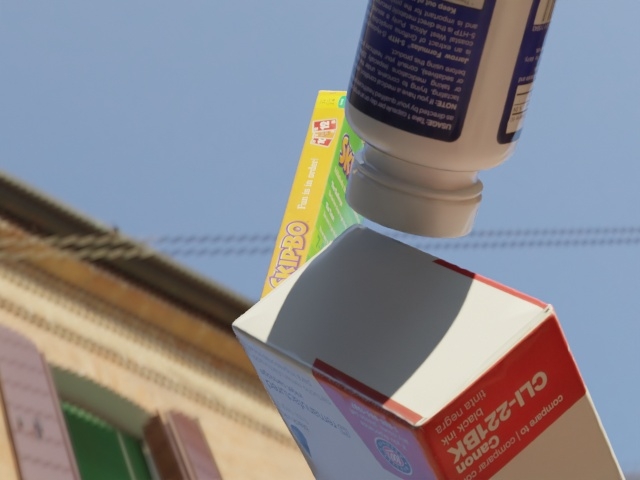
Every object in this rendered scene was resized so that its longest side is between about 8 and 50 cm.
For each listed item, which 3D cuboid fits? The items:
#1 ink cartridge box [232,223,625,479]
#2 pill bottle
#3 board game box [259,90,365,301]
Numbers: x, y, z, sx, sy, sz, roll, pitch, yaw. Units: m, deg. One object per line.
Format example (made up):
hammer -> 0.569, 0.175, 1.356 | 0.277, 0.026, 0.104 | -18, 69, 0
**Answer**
ink cartridge box -> 0.088, 0.147, 1.119 | 0.114, 0.197, 0.273 | -39, -57, -19
pill bottle -> 0.075, -0.102, 1.101 | 0.112, 0.112, 0.186 | 6, -69, -20
board game box -> 0.000, 0.000, 1.430 | 0.039, 0.259, 0.124 | 6, -38, 16
